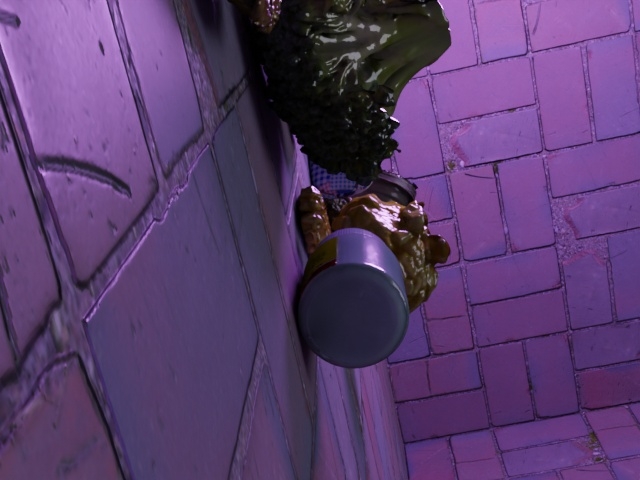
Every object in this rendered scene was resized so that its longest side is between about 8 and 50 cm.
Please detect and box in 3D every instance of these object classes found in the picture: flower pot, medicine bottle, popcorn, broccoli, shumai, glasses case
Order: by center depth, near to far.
[{"bbox_3d":[0.043,0.068,1.175,0.225,0.139,0.139,-82,160,-75],"label":"medicine bottle"},{"bbox_3d":[0.016,-0.250,1.220,0.324,0.272,0.334,14,-49,52],"label":"broccoli"},{"bbox_3d":[0.036,-0.201,1.824,0.327,0.125,0.076,-97,173,-47],"label":"glasses case"},{"bbox_3d":[0.138,0.030,1.862,0.224,0.270,0.257,22,85,-54],"label":"popcorn"},{"bbox_3d":[0.058,-0.076,2.022,0.099,0.087,0.123,-92,168,-57],"label":"shumai"},{"bbox_3d":[0.120,-0.086,2.237,0.235,0.236,0.140,65,37,-72],"label":"flower pot"}]

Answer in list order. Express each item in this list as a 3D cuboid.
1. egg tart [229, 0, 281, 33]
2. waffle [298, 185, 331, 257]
[{"bbox_3d":[-0.085,-0.321,0.882,0.252,0.098,0.231,-91,176,-46],"label":"egg tart"},{"bbox_3d":[0.000,0.000,1.399,0.160,0.046,0.192,-97,174,-60],"label":"waffle"}]
